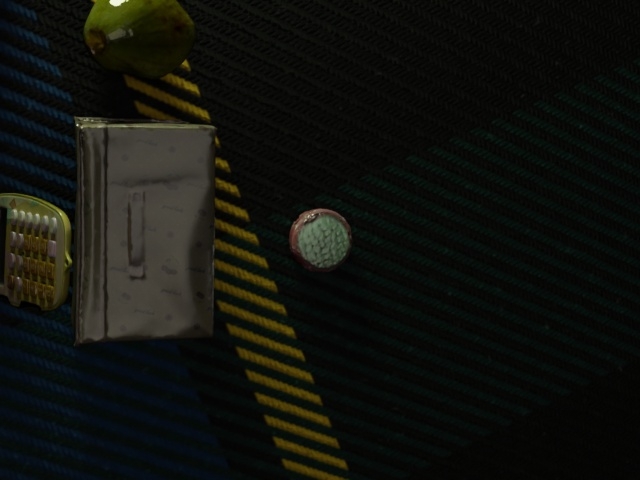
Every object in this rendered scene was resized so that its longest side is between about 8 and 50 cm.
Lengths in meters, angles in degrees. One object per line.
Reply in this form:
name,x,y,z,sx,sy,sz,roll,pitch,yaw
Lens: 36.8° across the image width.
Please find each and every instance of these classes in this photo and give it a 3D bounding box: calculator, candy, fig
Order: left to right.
calculator,-0.405,0.015,1.325,0.033,0.237,0.157,-1,99,-46
fig,-0.266,-0.295,1.354,0.144,0.166,0.154,-44,78,27
candy,0.000,0.000,1.532,0.103,0.043,0.103,-1,95,-16

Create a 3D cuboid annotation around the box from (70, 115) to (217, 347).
box,-0.255,-0.020,1.354,0.191,0.225,0.296,1,98,-17
